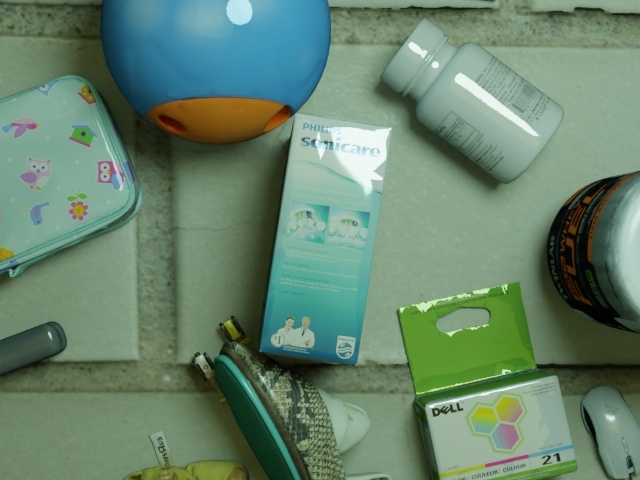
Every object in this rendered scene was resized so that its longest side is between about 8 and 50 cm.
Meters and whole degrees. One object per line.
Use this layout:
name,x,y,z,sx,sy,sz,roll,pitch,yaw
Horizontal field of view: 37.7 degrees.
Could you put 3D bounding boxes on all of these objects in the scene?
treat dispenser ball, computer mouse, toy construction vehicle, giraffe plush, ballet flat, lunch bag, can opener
treat dispenser ball,-0.130,-0.264,1.181,0.288,0.288,0.288,0,89,-3
computer mouse,0.425,0.299,1.318,0.106,0.042,0.192,-23,90,-2
toy construction vehicle,-0.130,0.167,1.303,0.086,0.035,0.098,-34,93,-14
giraffe plush,-0.178,0.358,1.224,0.181,0.170,0.210,-35,90,-3
ballet flat,0.010,0.336,1.260,0.182,0.164,0.482,-21,96,-24
lunch bag,-0.393,-0.077,1.256,0.279,0.108,0.224,-23,93,-2
can opener,-0.492,0.155,1.262,0.284,0.076,0.095,-21,91,-4

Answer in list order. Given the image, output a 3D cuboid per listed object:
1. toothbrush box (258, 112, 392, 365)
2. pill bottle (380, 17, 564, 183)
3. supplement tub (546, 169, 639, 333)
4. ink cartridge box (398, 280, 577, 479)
toothbrush box,0.000,0.000,1.220,0.126,0.216,0.295,8,87,-3
pill bottle,0.202,-0.192,1.275,0.229,0.131,0.131,36,87,-1
supplement tub,0.410,0.014,1.176,0.207,0.338,0.207,0,89,-2
ink cartridge box,0.223,0.201,1.284,0.189,0.097,0.255,-12,90,-3
